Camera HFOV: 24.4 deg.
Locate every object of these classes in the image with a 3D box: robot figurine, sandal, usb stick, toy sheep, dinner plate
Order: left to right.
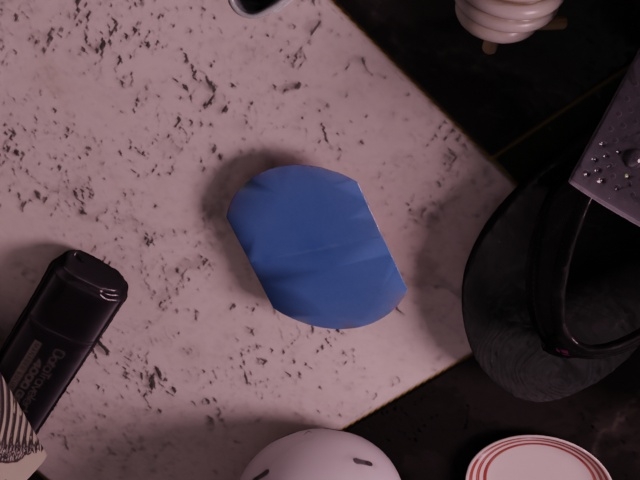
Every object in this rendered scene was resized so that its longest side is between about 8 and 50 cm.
[{"bbox_3d":[-0.269,0.112,1.428,0.077,0.045,0.278,26,129,-14],"label":"usb stick"},{"bbox_3d":[0.006,0.309,1.426,0.174,0.209,0.278,24,137,36],"label":"robot figurine"},{"bbox_3d":[0.137,-0.184,1.063,0.091,0.091,0.132,13,134,5],"label":"toy sheep"},{"bbox_3d":[0.209,0.233,1.406,0.141,0.017,0.141,7,129,9],"label":"dinner plate"},{"bbox_3d":[0.241,-0.015,1.147,0.168,0.107,0.445,27,128,-7],"label":"sandal"}]

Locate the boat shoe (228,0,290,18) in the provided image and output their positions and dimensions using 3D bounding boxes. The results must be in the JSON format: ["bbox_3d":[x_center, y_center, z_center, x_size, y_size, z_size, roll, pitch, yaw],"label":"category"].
[{"bbox_3d":[0.003,-0.244,1.054,0.079,0.081,0.227,32,129,-10],"label":"boat shoe"}]

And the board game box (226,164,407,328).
[{"bbox_3d":[0.000,0.000,1.277,0.133,0.033,0.168,-12,118,29],"label":"board game box"}]

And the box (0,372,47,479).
[{"bbox_3d":[-0.378,0.128,1.391,0.094,0.113,0.275,-14,112,32],"label":"box"}]

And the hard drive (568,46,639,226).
[{"bbox_3d":[0.320,-0.059,1.035,0.255,0.054,0.172,24,109,-4],"label":"hard drive"}]
